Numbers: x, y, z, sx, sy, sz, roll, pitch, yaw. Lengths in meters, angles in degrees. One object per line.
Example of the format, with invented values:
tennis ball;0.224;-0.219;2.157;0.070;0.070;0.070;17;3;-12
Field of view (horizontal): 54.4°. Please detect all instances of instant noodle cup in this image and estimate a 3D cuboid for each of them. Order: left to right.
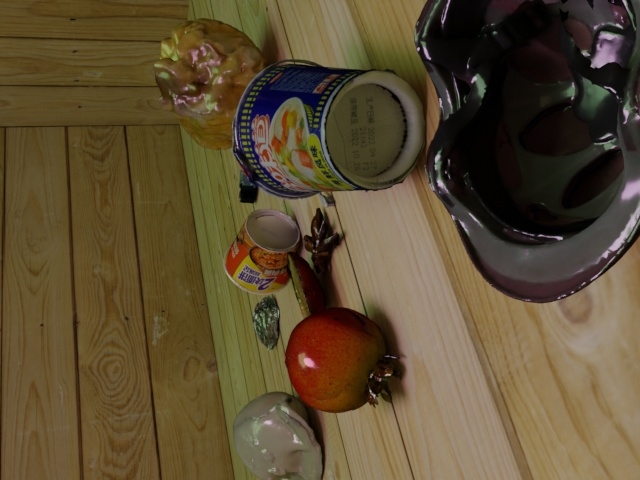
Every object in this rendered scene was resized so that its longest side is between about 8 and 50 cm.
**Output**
instant noodle cup;-0.158;0.022;1.782;0.174;0.213;0.213;117;145;-43
instant noodle cup;0.020;-0.197;1.125;0.312;0.284;0.285;20;113;61

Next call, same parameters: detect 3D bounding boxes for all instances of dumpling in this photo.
dumpling;-0.103;0.592;1.817;0.316;0.233;0.395;50;139;5

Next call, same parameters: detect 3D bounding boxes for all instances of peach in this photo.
peach;-0.029;0.119;1.557;0.279;0.068;0.189;-128;20;-67

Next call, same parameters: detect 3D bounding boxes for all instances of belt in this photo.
belt;-0.260;-0.195;2.234;0.140;0.058;0.105;103;161;-51

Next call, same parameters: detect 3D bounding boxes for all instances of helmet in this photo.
helmet;0.235;-0.128;0.571;0.271;0.197;0.339;-20;81;63

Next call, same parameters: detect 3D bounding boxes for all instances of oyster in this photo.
oyster;-0.177;0.276;2.102;0.125;0.064;0.177;46;128;41

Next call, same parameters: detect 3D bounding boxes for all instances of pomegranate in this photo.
pomegranate;0.042;0.239;1.229;0.235;0.210;0.210;21;118;34

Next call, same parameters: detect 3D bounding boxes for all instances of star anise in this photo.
star anise;-0.004;0.000;1.523;0.212;0.053;0.157;102;152;-49

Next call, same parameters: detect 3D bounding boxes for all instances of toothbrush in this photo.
toothbrush;-0.017;-0.154;1.582;0.288;0.024;0.021;-119;33;-55

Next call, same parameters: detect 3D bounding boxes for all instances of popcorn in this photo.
popcorn;-0.308;-0.478;1.888;0.390;0.343;0.354;51;-145;-64
